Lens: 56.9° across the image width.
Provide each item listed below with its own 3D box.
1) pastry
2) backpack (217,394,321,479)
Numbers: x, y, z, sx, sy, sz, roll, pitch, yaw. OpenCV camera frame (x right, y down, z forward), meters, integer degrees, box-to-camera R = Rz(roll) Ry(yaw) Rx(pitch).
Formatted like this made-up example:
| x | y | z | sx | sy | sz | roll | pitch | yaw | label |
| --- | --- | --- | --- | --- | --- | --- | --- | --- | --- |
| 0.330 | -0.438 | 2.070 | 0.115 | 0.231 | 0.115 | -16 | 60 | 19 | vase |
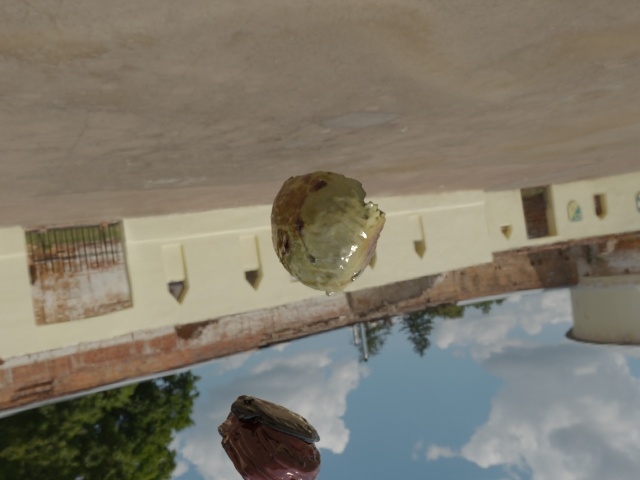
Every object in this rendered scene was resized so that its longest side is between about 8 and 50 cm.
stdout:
| x | y | z | sx | sy | sz | roll | pitch | yaw | label |
| --- | --- | --- | --- | --- | --- | --- | --- | --- | --- |
| -0.005 | -0.007 | 1.223 | 0.237 | 0.256 | 0.170 | 21 | -134 | 7 | pastry |
| -0.096 | 0.416 | 1.181 | 0.229 | 0.138 | 0.229 | 31 | -175 | -3 | backpack |
